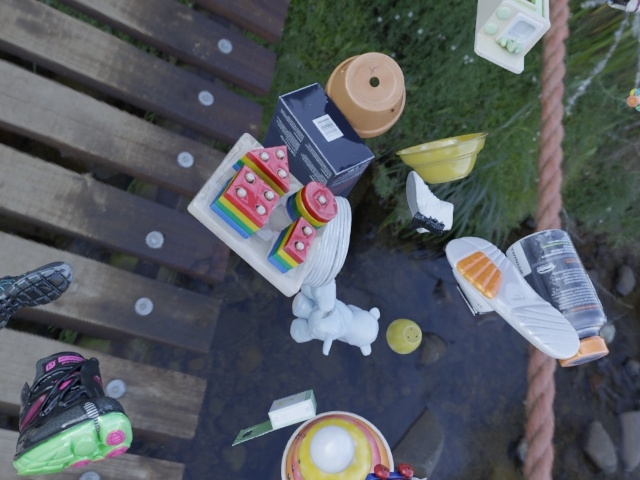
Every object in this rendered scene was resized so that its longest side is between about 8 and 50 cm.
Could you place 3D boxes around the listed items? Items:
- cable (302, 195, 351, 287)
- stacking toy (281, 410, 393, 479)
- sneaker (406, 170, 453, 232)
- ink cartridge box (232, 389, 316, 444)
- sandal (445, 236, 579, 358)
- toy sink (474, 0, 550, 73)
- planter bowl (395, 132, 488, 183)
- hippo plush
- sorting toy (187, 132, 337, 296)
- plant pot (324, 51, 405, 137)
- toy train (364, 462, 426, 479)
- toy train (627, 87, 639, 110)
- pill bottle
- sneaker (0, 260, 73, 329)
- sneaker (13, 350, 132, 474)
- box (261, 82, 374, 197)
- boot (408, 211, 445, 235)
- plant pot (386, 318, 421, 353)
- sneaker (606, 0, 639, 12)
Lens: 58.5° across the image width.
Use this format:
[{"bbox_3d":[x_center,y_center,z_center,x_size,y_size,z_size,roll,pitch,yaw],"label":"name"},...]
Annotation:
[{"bbox_3d":[0.000,0.000,1.553,0.089,0.257,0.257,13,87,-17],"label":"cable"},{"bbox_3d":[0.042,0.610,1.622,0.351,0.479,0.350,-2,58,3],"label":"stacking toy"},{"bbox_3d":[0.475,-0.166,2.464,0.169,0.108,0.292,-2,65,-16],"label":"sneaker"},{"bbox_3d":[-0.128,0.487,1.589,0.235,0.171,0.056,-17,85,-1],"label":"ink cartridge box"},{"bbox_3d":[0.280,0.098,0.894,0.102,0.076,0.265,-12,46,-26],"label":"sandal"},{"bbox_3d":[0.521,-0.599,1.549,0.153,0.131,0.234,21,58,-11],"label":"toy sink"},{"bbox_3d":[0.295,-0.189,1.362,0.217,0.217,0.090,-24,106,-41],"label":"planter bowl"},{"bbox_3d":[0.068,0.224,1.763,0.237,0.294,0.234,12,84,-26],"label":"hippo plush"},{"bbox_3d":[-0.085,-0.071,1.112,0.257,0.089,0.255,43,41,-17],"label":"sorting toy"},{"bbox_3d":[0.167,-0.518,1.978,0.291,0.203,0.290,0,89,-6],"label":"plant pot"},{"bbox_3d":[0.229,0.640,1.420,0.248,0.143,0.105,15,104,-37],"label":"toy train"},{"bbox_3d":[0.771,-0.334,1.318,0.046,0.166,0.125,-19,67,-9],"label":"toy train"},{"bbox_3d":[0.456,0.112,1.092,0.131,0.130,0.245,7,57,-35],"label":"pill bottle"},{"bbox_3d":[-0.700,0.112,1.311,0.267,0.101,0.106,-29,48,-6],"label":"sneaker"},{"bbox_3d":[-0.489,0.313,1.076,0.185,0.483,0.202,-3,81,-36],"label":"sneaker"},{"bbox_3d":[-0.024,-0.314,2.032,0.179,0.312,0.343,-29,77,-30],"label":"box"},{"bbox_3d":[0.335,-0.046,1.800,0.099,0.121,0.045,26,76,4],"label":"boot"},{"bbox_3d":[0.325,0.353,2.137,0.134,0.095,0.134,4,74,-13],"label":"plant pot"},{"bbox_3d":[0.707,-0.600,1.357,0.084,0.069,0.185,-15,45,-8],"label":"sneaker"}]
